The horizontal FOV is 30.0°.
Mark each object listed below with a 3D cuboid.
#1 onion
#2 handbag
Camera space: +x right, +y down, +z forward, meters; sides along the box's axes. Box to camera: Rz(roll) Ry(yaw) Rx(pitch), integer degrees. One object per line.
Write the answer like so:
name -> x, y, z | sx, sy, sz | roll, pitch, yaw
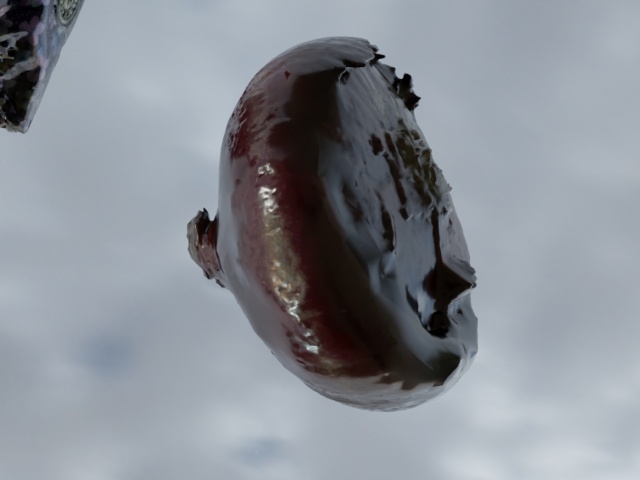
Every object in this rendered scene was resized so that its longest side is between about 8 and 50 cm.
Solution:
onion -> 0.000, 0.000, 0.851 | 0.195, 0.272, 0.272 | -17, -74, 23
handbag -> -0.251, -0.216, 0.906 | 0.126, 0.208, 0.229 | 15, -113, 10
